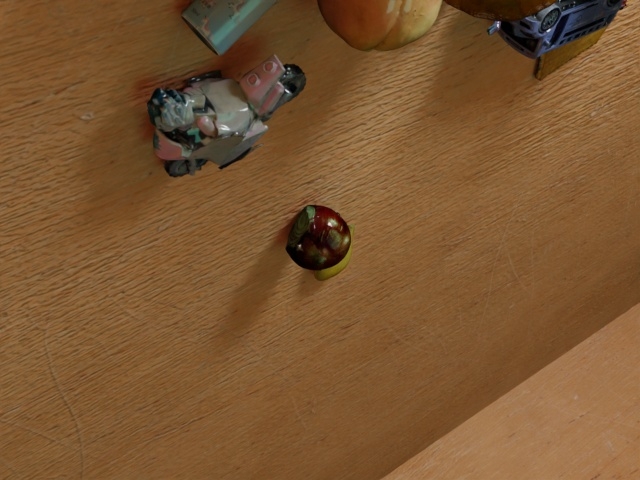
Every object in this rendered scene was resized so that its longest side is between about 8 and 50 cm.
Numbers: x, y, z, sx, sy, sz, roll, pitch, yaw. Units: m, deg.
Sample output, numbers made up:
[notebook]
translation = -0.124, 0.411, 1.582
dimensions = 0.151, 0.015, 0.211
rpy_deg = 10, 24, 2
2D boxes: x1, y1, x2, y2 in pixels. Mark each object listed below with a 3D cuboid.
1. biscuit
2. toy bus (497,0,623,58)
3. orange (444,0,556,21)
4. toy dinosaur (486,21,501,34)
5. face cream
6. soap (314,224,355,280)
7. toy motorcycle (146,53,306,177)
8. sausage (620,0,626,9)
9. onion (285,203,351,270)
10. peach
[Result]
[biscuit]
translation = 0.514, -0.437, 2.276
dimensions = 0.232, 0.013, 0.237
rpy_deg = -34, 153, -22
[toy bus]
translation = 0.403, -0.406, 2.028
dimensions = 0.292, 0.125, 0.133
rpy_deg = -26, 146, -35
[orange]
translation = 0.253, -0.424, 1.647
dimensions = 0.240, 0.240, 0.171
rpy_deg = -53, 173, 16
[toy dinosaur]
translation = 0.302, -0.422, 1.904
dimensions = 0.197, 0.080, 0.045
rpy_deg = -66, 154, -13
[face cream]
translation = -0.072, -0.339, 1.483
dimensions = 0.229, 0.075, 0.075
rpy_deg = -45, 154, -2
[soap]
translation = 0.030, 0.015, 2.204
dimensions = 0.089, 0.033, 0.168
rpy_deg = -30, 151, -32
[toy motorcycle]
translation = -0.147, -0.173, 1.576
dimensions = 0.239, 0.108, 0.204
rpy_deg = -50, 154, 10
[sausage]
translation = 0.518, -0.446, 2.204
dimensions = 0.145, 0.050, 0.048
rpy_deg = -21, 164, -32
[onion]
translation = 0.000, 0.000, 2.043
dimensions = 0.118, 0.119, 0.117
rpy_deg = -15, 159, -46
[peach]
translation = 0.083, -0.350, 1.583
dimensions = 0.184, 0.184, 0.184
rpy_deg = -34, 152, -21
